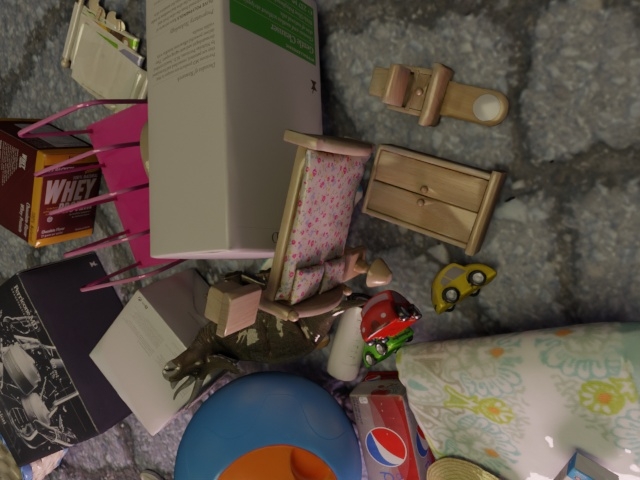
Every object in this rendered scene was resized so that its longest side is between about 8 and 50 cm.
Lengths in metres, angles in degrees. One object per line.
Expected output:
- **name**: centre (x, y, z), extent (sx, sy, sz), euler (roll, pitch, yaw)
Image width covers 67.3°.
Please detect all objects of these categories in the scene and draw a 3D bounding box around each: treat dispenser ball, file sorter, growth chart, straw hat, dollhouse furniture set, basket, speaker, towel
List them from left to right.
- **basket**: centre (-0.770, 0.508, 1.117), extent (0.255, 0.289, 0.201), euler (39, 120, 9)
- **growth chart**: centre (-0.397, -0.333, 0.894), extent (0.237, 0.021, 0.172), euler (44, 116, 10)
- **file sorter**: centre (-0.345, -0.078, 0.826), extent (0.202, 0.182, 0.290), euler (-12, 101, 27)
- **treat dispenser ball**: centre (-0.080, 0.353, 0.751), extent (0.288, 0.288, 0.288), euler (6, 104, 24)
- **speaker**: centre (0.051, 0.156, 0.773), extent (0.055, 0.055, 0.136), euler (21, 111, 20)
- **dollhouse furniture set**: centre (0.076, -0.055, 0.533), extent (0.174, 0.355, 0.303), euler (22, 109, 26)
- **straw hat**: centre (0.197, 0.371, 0.642), extent (0.144, 0.061, 0.144), euler (15, 119, 29)
- **towel**: centre (0.302, 0.287, 0.621), extent (0.321, 0.090, 0.374), euler (-18, 101, 36)

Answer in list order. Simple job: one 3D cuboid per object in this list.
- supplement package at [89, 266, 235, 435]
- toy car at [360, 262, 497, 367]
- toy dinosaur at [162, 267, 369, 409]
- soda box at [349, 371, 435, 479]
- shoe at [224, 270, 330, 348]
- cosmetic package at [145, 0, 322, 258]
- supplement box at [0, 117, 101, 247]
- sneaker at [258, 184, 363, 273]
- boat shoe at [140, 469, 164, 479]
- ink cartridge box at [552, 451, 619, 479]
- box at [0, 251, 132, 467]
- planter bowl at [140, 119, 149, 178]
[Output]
- **supplement package**: centre (-0.269, 0.199, 0.883), extent (0.194, 0.149, 0.203), euler (48, 117, 8)
- **toy car**: centre (0.112, 0.114, 0.683), extent (0.053, 0.239, 0.225), euler (58, 144, 23)
- **toy dinosaur**: centre (-0.082, 0.130, 0.736), extent (0.314, 0.121, 0.160), euler (-11, 105, -2)
- **soda box**: centre (0.127, 0.346, 0.765), extent (0.092, 0.083, 0.263), euler (-8, 99, 28)
- **shoe**: centre (-0.080, 0.117, 0.815), extent (0.219, 0.076, 0.058), euler (23, 116, 22)
- **cosmetic package**: centre (-0.110, -0.158, 0.647), extent (0.155, 0.197, 0.365), euler (-7, 86, 36)
- **supplement box**: centre (-0.566, -0.121, 0.963), extent (0.194, 0.129, 0.191), euler (26, 112, 19)
- **sneaker**: centre (0.000, 0.000, 0.752), extent (0.092, 0.087, 0.228), euler (41, 121, 0)
- **boat shoe**: centre (-0.372, 0.555, 1.081), extent (0.100, 0.035, 0.035), euler (26, 112, 18)
- **ink cartridge box**: centre (0.297, 0.290, 0.553), extent (0.048, 0.028, 0.083), euler (28, 125, 21)
- **box**: centre (-0.562, 0.251, 1.021), extent (0.312, 0.179, 0.343), euler (-29, 89, 27)
- **planter bowl**: centre (-0.192, -0.135, 0.771), extent (0.109, 0.162, 0.162), euler (-14, 96, 16)
